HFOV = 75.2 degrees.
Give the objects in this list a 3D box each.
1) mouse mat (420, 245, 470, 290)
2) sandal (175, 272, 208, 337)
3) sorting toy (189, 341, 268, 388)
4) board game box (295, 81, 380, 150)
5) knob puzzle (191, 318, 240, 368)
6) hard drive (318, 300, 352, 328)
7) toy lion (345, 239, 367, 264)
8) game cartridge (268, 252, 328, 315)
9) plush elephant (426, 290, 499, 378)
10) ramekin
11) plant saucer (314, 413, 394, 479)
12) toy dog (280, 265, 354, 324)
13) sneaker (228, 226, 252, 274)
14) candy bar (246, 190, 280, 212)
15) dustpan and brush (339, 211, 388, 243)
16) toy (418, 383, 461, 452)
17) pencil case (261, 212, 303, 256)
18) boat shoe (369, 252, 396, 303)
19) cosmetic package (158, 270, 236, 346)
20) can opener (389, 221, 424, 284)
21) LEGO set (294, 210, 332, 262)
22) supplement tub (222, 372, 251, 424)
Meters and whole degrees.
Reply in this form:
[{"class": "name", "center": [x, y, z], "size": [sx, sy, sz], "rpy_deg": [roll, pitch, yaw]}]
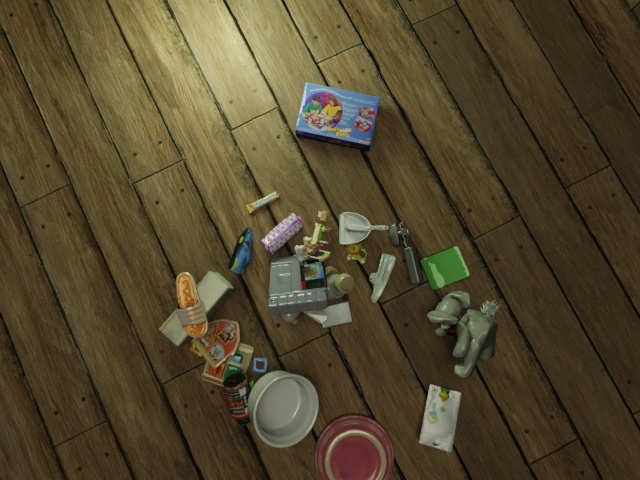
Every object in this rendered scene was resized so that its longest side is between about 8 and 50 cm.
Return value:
[{"class": "mouse mat", "center": [0.554, 0.122, 1.847], "size": [0.189, 0.007, 0.153], "rpy_deg": [-21, 84, -4]}, {"class": "sandal", "center": [-0.522, 0.254, 1.627], "size": [0.101, 0.076, 0.266], "rpy_deg": [-19, 82, -2]}, {"class": "sorting toy", "center": [-0.399, 0.522, 1.767], "size": [0.347, 0.047, 0.196], "rpy_deg": [18, 83, 2]}, {"class": "board game box", "center": [0.079, -0.561, 1.891], "size": [0.346, 0.078, 0.234], "rpy_deg": [12, 83, 1]}, {"class": "knob puzzle", "center": [-0.426, 0.413, 1.758], "size": [0.212, 0.030, 0.214], "rpy_deg": [-3, 61, 5]}, {"class": "hard drive", "center": [0.064, 0.324, 1.809], "size": [0.135, 0.022, 0.095], "rpy_deg": [-12, 83, -2]}, {"class": "toy lion", "center": [0.159, 0.049, 1.842], "size": [0.100, 0.034, 0.096], "rpy_deg": [15, 75, 1]}, {"class": "game cartridge", "center": [-0.091, 0.162, 1.681], "size": [0.229, 0.355, 0.068], "rpy_deg": [-10, 118, 0]}, {"class": "plush elephant", "center": [0.573, 0.350, 1.713], "size": [0.271, 0.255, 0.331], "rpy_deg": [-19, 122, -40]}, {"class": "ramekin", "center": [-0.157, 0.659, 1.663], "size": [0.276, 0.135, 0.278], "rpy_deg": [0, 89, -29]}, {"class": "plant saucer", "center": [0.141, 0.895, 1.708], "size": [0.331, 0.084, 0.333], "rpy_deg": [0, 83, -1]}, {"class": "toy dog", "center": [0.000, 0.252, 1.752], "size": [0.333, 0.220, 0.161], "rpy_deg": [-25, 116, 4]}, {"class": "sneaker", "center": [-0.333, 0.047, 1.827], "size": [0.082, 0.069, 0.210], "rpy_deg": [27, 72, -30]}, {"class": "candy bar", "center": [-0.256, -0.176, 1.871], "size": [0.161, 0.018, 0.040], "rpy_deg": [-27, 84, -3]}, {"class": "dustpan and brush", "center": [0.191, -0.054, 1.832], "size": [0.210, 0.060, 0.148], "rpy_deg": [3, 74, -4]}, {"class": "toy", "center": [0.499, 0.740, 1.745], "size": [0.136, 0.056, 0.238], "rpy_deg": [15, 78, 5]}, {"class": "pencil case", "center": [-0.168, -0.031, 1.818], "size": [0.206, 0.088, 0.086], "rpy_deg": [-44, 87, -6]}, {"class": "boat shoe", "center": [0.255, 0.162, 1.810], "size": [0.081, 0.079, 0.228], "rpy_deg": [22, 78, 11]}, {"class": "cosmetic package", "center": [-0.508, 0.282, 1.741], "size": [0.113, 0.160, 0.310], "rpy_deg": [39, 83, 5]}, {"class": "can opener", "center": [0.375, 0.058, 1.833], "size": [0.095, 0.076, 0.284], "rpy_deg": [-16, 83, 30]}, {"class": "LEGO set", "center": [0.000, 0.000, 1.778], "size": [0.106, 0.132, 0.287], "rpy_deg": [11, 45, 25]}, {"class": "supplement tub", "center": [-0.328, 0.652, 1.701], "size": [0.105, 0.106, 0.198], "rpy_deg": [-12, 109, -2]}]
